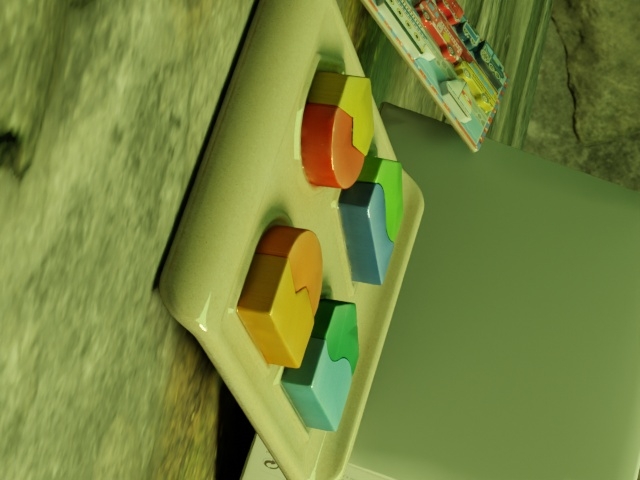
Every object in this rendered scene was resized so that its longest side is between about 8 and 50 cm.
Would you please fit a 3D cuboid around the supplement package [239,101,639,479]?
[{"bbox_3d":[0.082,0.083,1.142,0.145,0.204,0.262,108,2,-51],"label":"supplement package"}]

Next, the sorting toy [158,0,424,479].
[{"bbox_3d":[0.000,0.000,0.950,0.208,0.038,0.193,58,44,-54],"label":"sorting toy"}]

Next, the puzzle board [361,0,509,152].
[{"bbox_3d":[0.069,-0.125,1.166,0.128,0.011,0.096,52,31,-16],"label":"puzzle board"}]
